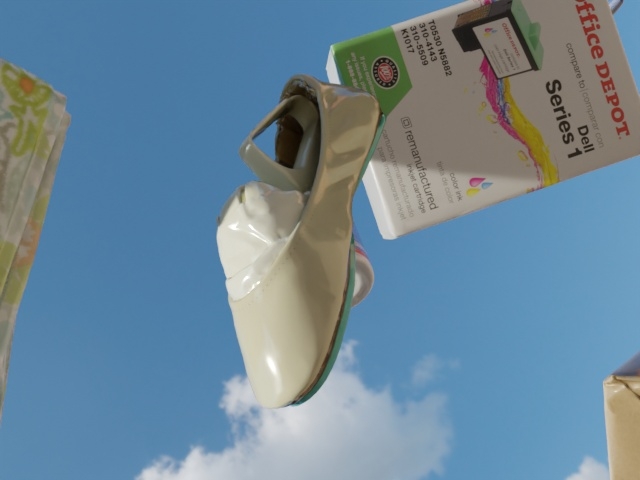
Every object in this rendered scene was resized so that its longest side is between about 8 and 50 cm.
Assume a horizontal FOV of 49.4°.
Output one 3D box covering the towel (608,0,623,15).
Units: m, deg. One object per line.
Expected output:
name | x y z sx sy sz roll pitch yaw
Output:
towel | 0.390 -0.300 1.232 0.285 0.209 0.034 -44 -92 2

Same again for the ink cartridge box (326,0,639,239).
ink cartridge box | 0.169 -0.139 0.725 0.278 0.117 0.201 -19 -89 -2

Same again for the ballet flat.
ballet flat | -0.020 -0.020 0.412 0.086 0.086 0.248 55 -149 -33

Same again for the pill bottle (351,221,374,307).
pill bottle | 0.000 0.000 1.111 0.124 0.222 0.124 -7 -49 -9

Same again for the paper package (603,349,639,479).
paper package | 0.499 0.281 0.882 0.324 0.168 0.310 -11 -83 -50

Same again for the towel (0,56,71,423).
towel | -0.372 -0.034 0.463 0.374 0.090 0.321 24 -123 -35
